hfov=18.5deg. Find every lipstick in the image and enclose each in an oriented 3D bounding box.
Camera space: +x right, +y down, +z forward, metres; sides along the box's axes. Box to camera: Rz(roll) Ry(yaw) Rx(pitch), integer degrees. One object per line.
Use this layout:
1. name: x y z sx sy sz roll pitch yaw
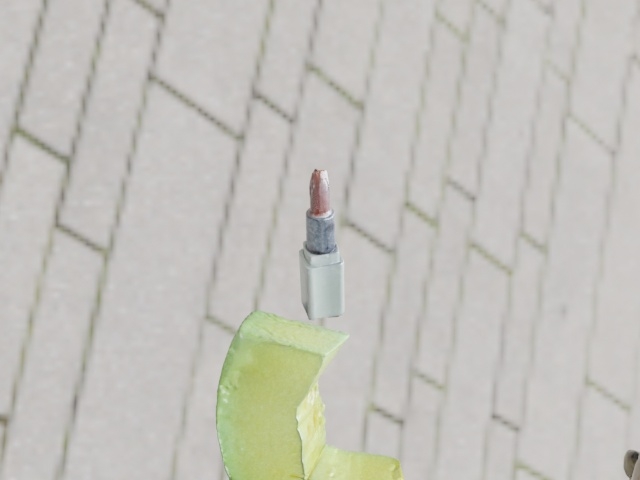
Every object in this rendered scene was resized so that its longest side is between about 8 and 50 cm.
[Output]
1. lipstick: 0.000 0.000 1.254 0.025 0.025 0.107 -116 -161 -54

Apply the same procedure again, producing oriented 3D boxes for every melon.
1. melon: -0.006 0.143 1.367 0.064 0.118 0.209 -88 163 -71

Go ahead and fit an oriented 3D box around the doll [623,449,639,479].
1. doll: 0.362 0.156 1.530 0.330 0.174 0.235 -37 123 -21
